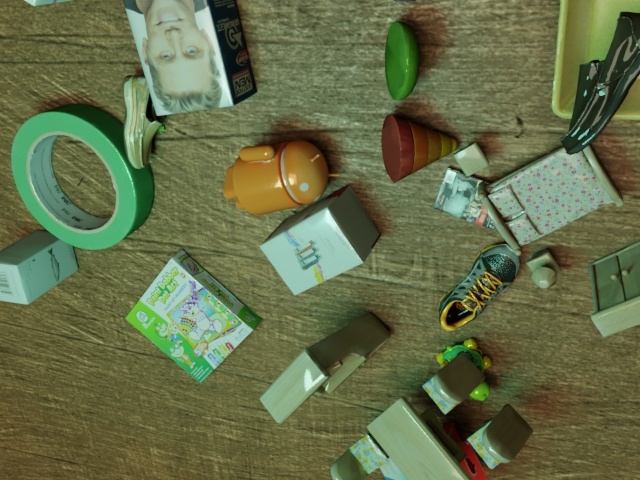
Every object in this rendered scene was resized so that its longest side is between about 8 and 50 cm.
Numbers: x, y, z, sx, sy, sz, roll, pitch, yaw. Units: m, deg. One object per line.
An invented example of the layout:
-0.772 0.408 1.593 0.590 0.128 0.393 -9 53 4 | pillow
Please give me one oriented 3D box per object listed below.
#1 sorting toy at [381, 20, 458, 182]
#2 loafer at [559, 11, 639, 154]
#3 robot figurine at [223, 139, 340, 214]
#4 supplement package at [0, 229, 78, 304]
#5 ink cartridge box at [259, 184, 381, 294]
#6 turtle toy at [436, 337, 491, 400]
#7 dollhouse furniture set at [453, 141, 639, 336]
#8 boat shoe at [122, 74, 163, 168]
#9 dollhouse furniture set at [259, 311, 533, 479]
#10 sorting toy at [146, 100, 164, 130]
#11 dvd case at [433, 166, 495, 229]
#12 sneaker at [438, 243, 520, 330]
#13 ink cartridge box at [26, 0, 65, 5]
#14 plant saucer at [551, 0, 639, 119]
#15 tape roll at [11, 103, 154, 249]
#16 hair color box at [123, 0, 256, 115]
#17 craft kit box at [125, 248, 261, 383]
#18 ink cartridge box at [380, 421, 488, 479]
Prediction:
0.180 -0.278 1.075 0.126 0.127 0.365 -4 114 -9 | sorting toy
0.405 -0.227 0.920 0.078 0.080 0.220 33 118 14 | loafer
-0.080 -0.120 1.219 0.220 0.128 0.158 -11 111 25 | robot figurine
-0.682 0.059 1.515 0.105 0.179 0.105 5 117 19 | supplement package
0.000 0.000 1.249 0.176 0.128 0.127 -27 104 31 | ink cartridge box
0.298 0.267 1.302 0.095 0.066 0.130 -35 99 31 | turtle toy
0.429 -0.049 1.018 0.303 0.174 0.355 -30 105 30 | dollhouse furniture set
-0.355 -0.236 1.294 0.072 0.068 0.189 5 115 6 | boat shoe
0.120 0.367 1.244 0.394 0.256 0.362 50 124 15 | dollhouse furniture set
-0.356 -0.260 1.326 0.083 0.012 0.062 27 122 7 | sorting toy
0.276 -0.077 1.170 0.120 0.013 0.087 20 121 10 | dvd case
0.299 0.096 1.207 0.084 0.083 0.215 36 121 3 | sneaker
-0.526 -0.504 1.191 0.092 0.143 0.090 31 122 5 | ink cartridge box
0.515 -0.342 0.904 0.333 0.081 0.332 5 117 19 | plant saucer
-0.528 -0.138 1.418 0.321 0.077 0.321 9 118 18 | tape roll
-0.249 -0.413 1.153 0.174 0.105 0.347 -2 115 23 | hair color box
-0.303 0.184 1.506 0.247 0.061 0.250 43 122 0 | craft kit box
0.253 0.490 1.425 0.231 0.078 0.134 -19 107 29 | ink cartridge box
